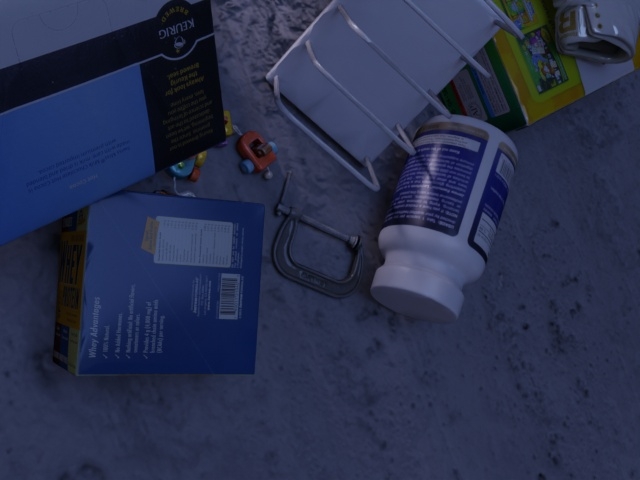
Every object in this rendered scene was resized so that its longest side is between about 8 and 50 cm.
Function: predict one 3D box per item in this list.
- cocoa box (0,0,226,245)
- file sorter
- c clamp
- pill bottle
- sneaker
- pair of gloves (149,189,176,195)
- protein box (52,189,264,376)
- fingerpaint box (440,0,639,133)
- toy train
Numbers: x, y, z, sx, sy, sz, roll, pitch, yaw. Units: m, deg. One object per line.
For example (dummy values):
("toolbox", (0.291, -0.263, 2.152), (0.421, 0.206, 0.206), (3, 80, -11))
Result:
("cocoa box", (-0.301, -0.167, 0.845), (0.347, 0.231, 0.228), (-31, 133, -35))
("file sorter", (0.094, -0.232, 1.087), (0.193, 0.173, 0.278), (39, 104, -18))
("c clamp", (0.000, 0.000, 1.161), (0.160, 0.022, 0.137), (30, 69, -21))
("pill bottle", (0.169, -0.028, 1.181), (0.153, 0.153, 0.265), (29, 69, -21))
("sneaker", (0.345, -0.357, 1.170), (0.292, 0.108, 0.169), (25, 70, -25))
("pair of gloves", (-0.194, -0.019, 1.065), (0.074, 0.010, 0.083), (33, 69, -20))
("protein box", (-0.187, 0.049, 0.974), (0.201, 0.136, 0.200), (4, 87, -27))
("fingerpaint box", (0.305, -0.424, 1.312), (0.371, 0.163, 0.445), (-28, 97, -28))
("toy train", (-0.129, -0.111, 1.090), (0.166, 0.046, 0.125), (-37, 98, -32))
